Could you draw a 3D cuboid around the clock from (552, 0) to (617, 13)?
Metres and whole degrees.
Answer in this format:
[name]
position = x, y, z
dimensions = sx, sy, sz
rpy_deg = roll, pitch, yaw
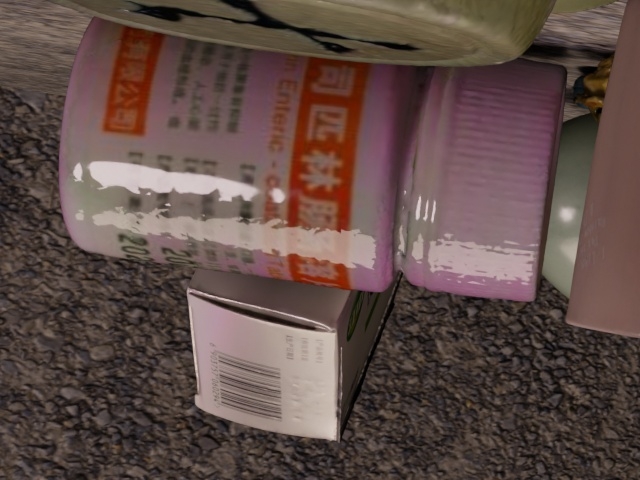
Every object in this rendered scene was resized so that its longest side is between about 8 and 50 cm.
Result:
[clock]
position = 0.046, -0.153, 0.974
dimensions = 0.235, 0.029, 0.235
rpy_deg = 7, 180, 0

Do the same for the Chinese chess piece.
[Chinese chess piece]
position = -0.018, -0.129, 0.739
dimensions = 0.237, 0.092, 0.238
rpy_deg = 9, -179, 0

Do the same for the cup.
[cup]
position = 0.255, -0.039, 1.003
dimensions = 0.191, 0.200, 0.253
rpy_deg = 8, 180, 35

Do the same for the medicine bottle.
[medicine bottle]
position = -0.002, -0.070, 1.523
dimensions = 0.388, 0.219, 0.219
rpy_deg = 9, -179, 7

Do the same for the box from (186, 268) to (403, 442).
[box]
position = 0.001, -0.002, 1.720
dimensions = 0.145, 0.333, 0.173
rpy_deg = 15, 141, 11

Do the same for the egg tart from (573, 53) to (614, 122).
[egg tart]
position = 0.329, -0.088, 1.451
dimensions = 0.278, 0.095, 0.279
rpy_deg = 6, 179, 0

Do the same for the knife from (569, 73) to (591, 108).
[knife]
position = 0.258, -0.135, 1.705
dimensions = 0.058, 0.032, 0.244
rpy_deg = -1, -176, 7

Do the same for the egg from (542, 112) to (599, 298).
[egg]
position = 0.338, -0.023, 1.945
dimensions = 0.230, 0.230, 0.371
rpy_deg = 8, 177, 44
